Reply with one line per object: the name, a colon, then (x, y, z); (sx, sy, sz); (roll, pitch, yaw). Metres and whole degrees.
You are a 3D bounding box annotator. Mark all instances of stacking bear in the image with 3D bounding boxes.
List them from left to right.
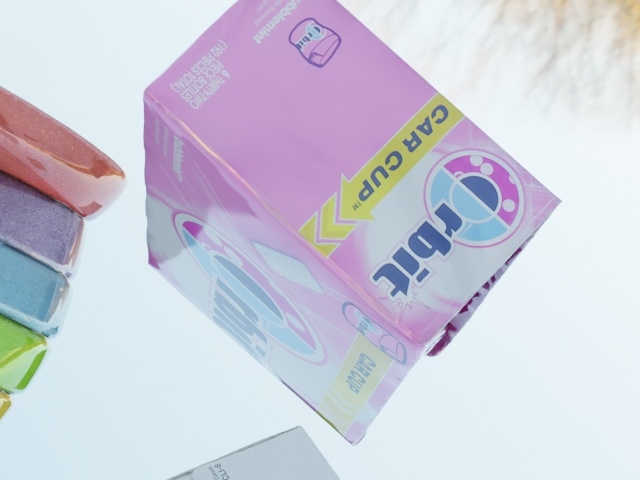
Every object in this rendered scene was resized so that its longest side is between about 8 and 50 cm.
stacking bear: (-0.236, 0.058, 0.855); (0.164, 0.289, 0.175); (31, 170, -35)

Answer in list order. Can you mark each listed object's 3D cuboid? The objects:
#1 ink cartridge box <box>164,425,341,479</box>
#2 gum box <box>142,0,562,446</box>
ink cartridge box: (-0.037, 0.258, 1.197); (0.127, 0.176, 0.128); (-21, -137, -19)
gum box: (0.000, 0.000, 0.524); (0.107, 0.062, 0.188); (42, 164, 7)
